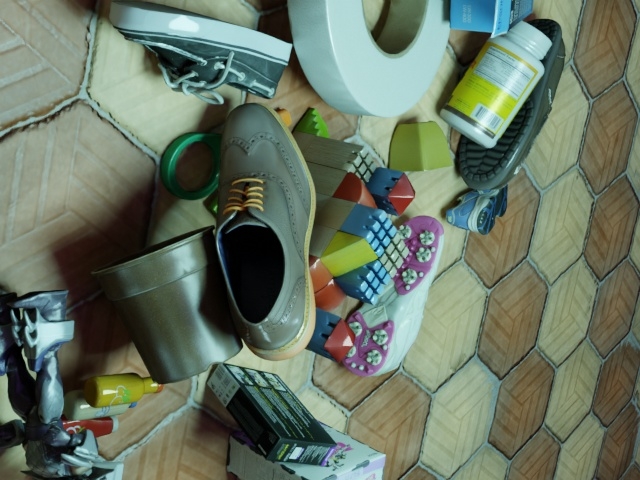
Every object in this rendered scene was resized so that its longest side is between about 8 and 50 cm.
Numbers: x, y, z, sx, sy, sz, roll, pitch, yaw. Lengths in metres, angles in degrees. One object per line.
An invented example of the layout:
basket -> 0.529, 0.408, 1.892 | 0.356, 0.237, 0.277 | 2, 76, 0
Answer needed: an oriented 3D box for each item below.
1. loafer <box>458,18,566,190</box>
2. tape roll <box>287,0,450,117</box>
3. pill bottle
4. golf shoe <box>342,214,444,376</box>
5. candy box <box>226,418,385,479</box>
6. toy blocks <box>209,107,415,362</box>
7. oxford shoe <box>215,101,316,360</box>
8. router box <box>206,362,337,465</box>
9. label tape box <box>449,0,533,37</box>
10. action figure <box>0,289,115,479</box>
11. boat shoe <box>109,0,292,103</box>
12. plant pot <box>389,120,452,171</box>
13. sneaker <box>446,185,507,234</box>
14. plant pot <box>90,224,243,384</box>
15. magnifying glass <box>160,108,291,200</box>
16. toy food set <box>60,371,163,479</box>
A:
loafer -> 0.389, -0.243, 1.674 | 0.130, 0.134, 0.365 | 39, 75, -46
tape roll -> 0.088, -0.380, 1.310 | 0.392, 0.072, 0.391 | -22, 117, -52
pill bottle -> 0.316, -0.281, 1.562 | 0.117, 0.117, 0.215 | 25, 101, -47
golf shoe -> 0.140, 0.102, 1.565 | 0.140, 0.115, 0.306 | 28, 89, -58
candy box -> -0.023, 0.356, 1.400 | 0.165, 0.196, 0.070 | -8, 109, -45
toy blocks -> 0.000, 0.000, 1.250 | 0.381, 0.261, 0.190 | -56, 138, -19
oxford shoe -> -0.074, -0.037, 1.123 | 0.132, 0.130, 0.363 | 61, 17, -66
router box -> -0.074, 0.263, 1.326 | 0.133, 0.179, 0.046 | 22, 106, -47
label tape box -> 0.271, -0.470, 1.399 | 0.348, 0.115, 0.249 | -42, 135, -60
action figure -> -0.339, 0.203, 1.047 | 0.099, 0.185, 0.284 | -24, 105, -58
boat shoe -> -0.153, -0.236, 1.131 | 0.306, 0.113, 0.104 | -5, 113, -61
plant pot -> 0.170, -0.164, 1.518 | 0.081, 0.082, 0.083 | -13, 101, -43
sneaker -> 0.311, -0.076, 1.697 | 0.211, 0.081, 0.080 | -34, 126, -56
plant pot -> -0.185, 0.085, 1.126 | 0.167, 0.167, 0.165 | -26, 99, -38
magnifying glass -> -0.131, -0.133, 1.253 | 0.231, 0.026, 0.092 | -33, 124, -33
toy food set -> -0.289, 0.277, 1.158 | 0.105, 0.111, 0.232 | 2, 101, -46
